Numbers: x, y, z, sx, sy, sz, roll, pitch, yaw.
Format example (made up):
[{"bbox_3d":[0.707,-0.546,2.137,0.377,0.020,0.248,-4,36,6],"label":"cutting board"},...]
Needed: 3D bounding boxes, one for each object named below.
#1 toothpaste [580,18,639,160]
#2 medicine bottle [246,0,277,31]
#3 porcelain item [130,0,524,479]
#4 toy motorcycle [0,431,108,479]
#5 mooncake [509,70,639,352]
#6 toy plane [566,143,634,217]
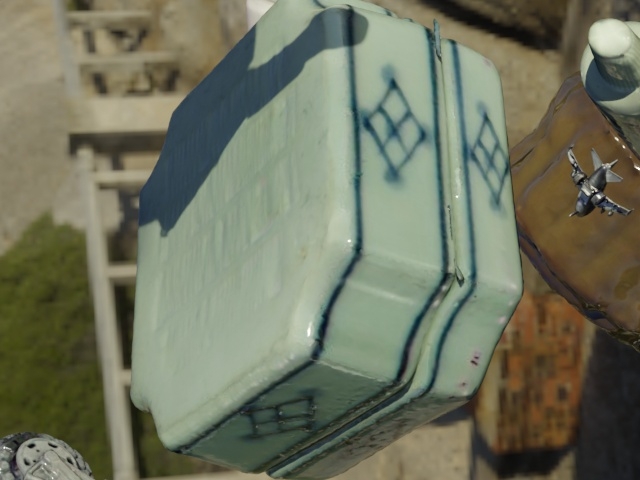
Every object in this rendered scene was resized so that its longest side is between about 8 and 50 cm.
[{"bbox_3d":[0.120,-0.034,0.501,0.048,0.029,0.197,60,-167,24],"label":"toothpaste"},{"bbox_3d":[-0.016,-0.149,1.410,0.103,0.103,0.186,-116,20,-61],"label":"medicine bottle"},{"bbox_3d":[0.000,0.000,0.980,0.286,0.157,0.281,-40,41,46],"label":"porcelain item"},{"bbox_3d":[-0.170,0.248,0.987,0.108,0.173,0.307,-57,17,29],"label":"toy motorcycle"},{"bbox_3d":[0.354,-0.032,1.616,0.187,0.324,0.324,-48,37,30],"label":"mooncake"},{"bbox_3d":[0.232,-0.043,1.254,0.078,0.031,0.083,51,151,20],"label":"toy plane"}]
